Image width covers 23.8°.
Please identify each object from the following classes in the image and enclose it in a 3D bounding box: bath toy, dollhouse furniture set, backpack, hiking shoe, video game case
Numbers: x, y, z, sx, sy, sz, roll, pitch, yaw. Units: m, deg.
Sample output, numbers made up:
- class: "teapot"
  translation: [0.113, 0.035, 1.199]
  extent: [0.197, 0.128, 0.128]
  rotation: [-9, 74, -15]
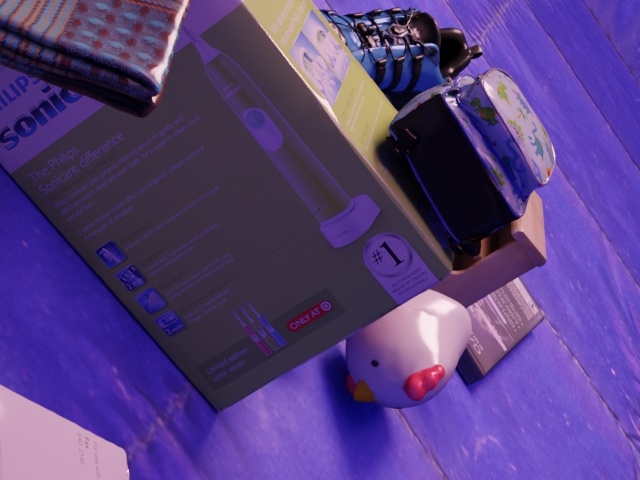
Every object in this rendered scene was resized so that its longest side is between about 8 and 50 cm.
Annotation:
- class: "bath toy"
  translation: [0.000, 0.000, 1.190]
  extent: [0.348, 0.151, 0.129]
  rotation: [57, 9, -19]
- class: "dollhouse furniture set"
  translation: [0.067, -0.052, 1.360]
  extent: [0.242, 0.161, 0.212]
  rotation: [48, 24, -21]
- class: "backpack"
  translation: [0.106, -0.062, 1.015]
  extent: [0.105, 0.084, 0.114]
  rotation: [56, 19, -9]
- class: "hiking shoe"
  translation: [0.051, -0.205, 1.570]
  extent: [0.304, 0.132, 0.113]
  rotation: [4, 57, -63]
- class: "video game case"
  translation: [0.148, 0.032, 1.599]
  extent: [0.196, 0.026, 0.274]
  rotation: [58, 23, 3]

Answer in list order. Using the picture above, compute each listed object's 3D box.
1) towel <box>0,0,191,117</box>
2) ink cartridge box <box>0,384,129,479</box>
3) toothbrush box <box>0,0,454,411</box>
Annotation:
- class: "towel"
  translation: [-0.234, -0.226, 0.838]
  extent: [0.370, 0.040, 0.271]
  rotation: [20, 47, -10]
- class: "ink cartridge box"
  translation: [-0.192, 0.114, 0.635]
  extent: [0.190, 0.139, 0.082]
  rotation: [37, 28, -40]
- class: "toothbrush box"
  translation: [-0.068, -0.058, 1.032]
  extent: [0.283, 0.206, 0.122]
  rotation: [50, 24, -16]
